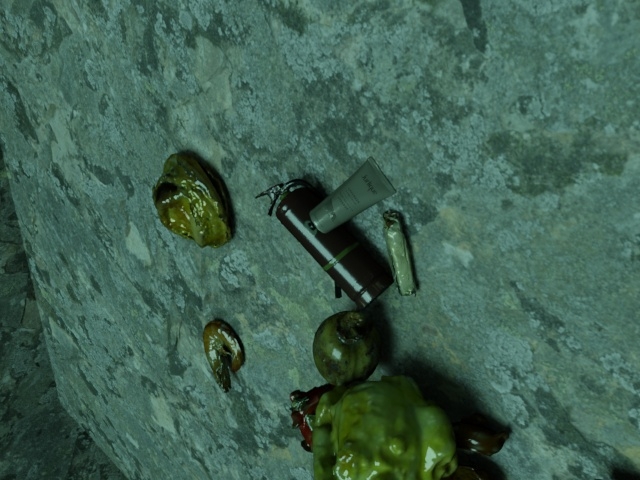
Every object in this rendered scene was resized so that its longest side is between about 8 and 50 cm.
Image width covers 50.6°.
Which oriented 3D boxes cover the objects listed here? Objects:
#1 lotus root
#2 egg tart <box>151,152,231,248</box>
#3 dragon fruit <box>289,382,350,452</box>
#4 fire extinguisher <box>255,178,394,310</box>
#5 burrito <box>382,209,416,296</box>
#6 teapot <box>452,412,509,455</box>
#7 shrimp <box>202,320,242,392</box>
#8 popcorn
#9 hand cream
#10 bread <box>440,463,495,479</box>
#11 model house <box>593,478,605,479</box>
[{"bbox_3d":[0.060,0.227,1.495,0.154,0.154,0.278,40,154,21],"label":"lotus root"},{"bbox_3d":[-0.355,-0.085,1.774,0.297,0.132,0.297,31,141,28],"label":"egg tart"},{"bbox_3d":[0.057,0.430,1.618,0.200,0.198,0.269,28,165,-39],"label":"dragon fruit"},{"bbox_3d":[0.000,0.000,1.438,0.341,0.105,0.141,47,117,9],"label":"fire extinguisher"},{"bbox_3d":[0.157,0.029,1.352,0.045,0.041,0.185,-11,112,7],"label":"burrito"},{"bbox_3d":[0.327,0.399,1.403,0.098,0.078,0.129,28,161,-38],"label":"teapot"},{"bbox_3d":[-0.294,0.355,2.063,0.150,0.068,0.248,17,123,34],"label":"shrimp"},{"bbox_3d":[0.122,0.439,1.406,0.312,0.312,0.312,28,134,33],"label":"popcorn"},{"bbox_3d":[0.052,-0.077,1.337,0.186,0.054,0.087,-36,86,20],"label":"hand cream"},{"bbox_3d":[0.324,0.598,1.492,0.232,0.135,0.246,39,138,2],"label":"bread"},{"bbox_3d":[0.532,0.557,1.158,0.202,0.237,0.237,9,118,52],"label":"model house"}]
